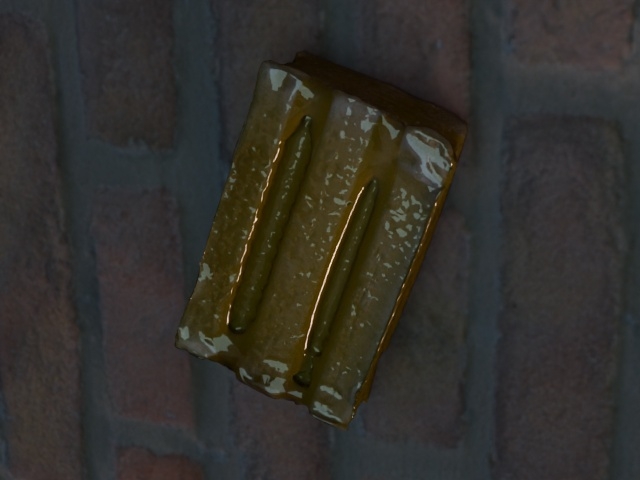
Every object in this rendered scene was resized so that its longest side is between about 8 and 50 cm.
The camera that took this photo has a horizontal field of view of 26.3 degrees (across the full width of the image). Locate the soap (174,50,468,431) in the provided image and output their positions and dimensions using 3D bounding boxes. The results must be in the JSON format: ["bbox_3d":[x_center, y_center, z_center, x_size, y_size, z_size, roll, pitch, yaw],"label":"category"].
[{"bbox_3d":[0.000,0.000,1.277,0.199,0.091,0.314,24,115,11],"label":"soap"}]
